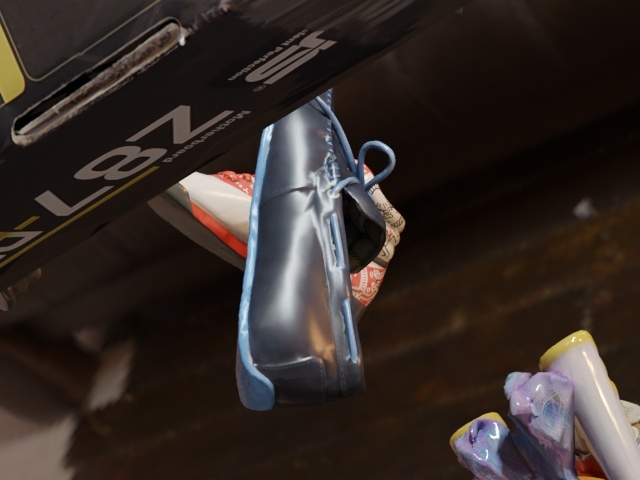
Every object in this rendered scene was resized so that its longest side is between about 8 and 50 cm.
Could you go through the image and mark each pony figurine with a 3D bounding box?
[{"bbox_3d":[0.223,0.242,1.223,0.303,0.351,0.363,-32,71,3],"label":"pony figurine"}]

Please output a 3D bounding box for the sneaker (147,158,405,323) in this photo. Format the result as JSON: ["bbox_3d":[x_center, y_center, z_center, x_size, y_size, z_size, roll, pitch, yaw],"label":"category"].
[{"bbox_3d":[-0.042,-0.039,1.911,0.145,0.270,0.090,-60,20,-12],"label":"sneaker"}]

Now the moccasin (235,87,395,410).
[{"bbox_3d":[0.000,0.000,1.648,0.116,0.138,0.342,4,58,2],"label":"moccasin"}]

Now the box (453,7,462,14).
[{"bbox_3d":[0.107,-0.256,1.856,0.062,0.052,0.083,-134,48,-79],"label":"box"}]

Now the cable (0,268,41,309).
[{"bbox_3d":[-0.239,-0.081,0.881,0.072,0.287,0.139,-56,-10,-28],"label":"cable"}]

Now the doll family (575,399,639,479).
[{"bbox_3d":[0.241,0.241,1.588,0.118,0.163,0.263,-2,42,28],"label":"doll family"}]

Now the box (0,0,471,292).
[{"bbox_3d":[-0.150,-0.181,0.556,0.318,0.097,0.395,-31,75,29],"label":"box"}]
